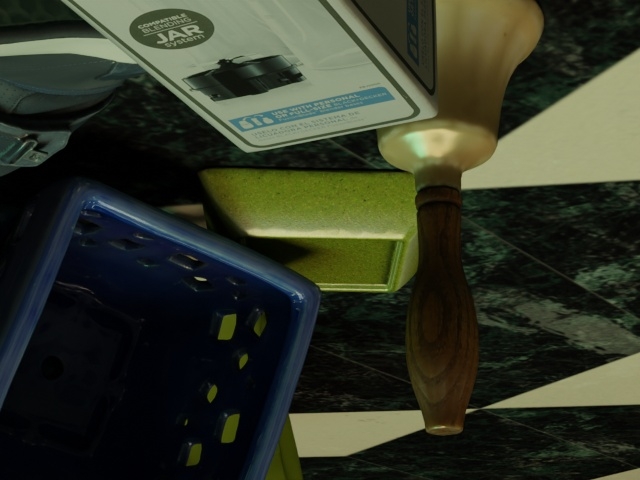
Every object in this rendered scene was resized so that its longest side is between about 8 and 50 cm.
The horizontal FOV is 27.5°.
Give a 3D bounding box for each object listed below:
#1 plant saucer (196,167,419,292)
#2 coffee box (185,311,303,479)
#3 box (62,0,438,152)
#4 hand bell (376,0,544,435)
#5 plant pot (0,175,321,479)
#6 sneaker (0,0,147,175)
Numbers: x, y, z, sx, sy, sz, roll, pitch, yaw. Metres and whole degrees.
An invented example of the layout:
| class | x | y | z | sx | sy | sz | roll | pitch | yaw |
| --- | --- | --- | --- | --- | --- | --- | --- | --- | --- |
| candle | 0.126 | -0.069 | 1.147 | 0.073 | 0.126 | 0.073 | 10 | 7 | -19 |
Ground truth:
| class | x | y | z | sx | sy | sz | roll | pitch | yaw |
| --- | --- | --- | --- | --- | --- | --- | --- | --- | --- |
| plant saucer | 0.000 | 0.000 | 1.044 | 0.188 | 0.045 | 0.188 | 1 | 159 | -1 |
| coffee box | -0.230 | 0.286 | 1.306 | 0.338 | 0.338 | 0.334 | -7 | 167 | -31 |
| box | -0.050 | -0.162 | 0.433 | 0.087 | 0.169 | 0.290 | -8 | 157 | 23 |
| hand bell | 0.067 | -0.013 | 0.724 | 0.126 | 0.242 | 0.126 | 0 | 160 | 0 |
| plant pot | -0.173 | 0.099 | 1.004 | 0.236 | 0.236 | 0.212 | 27 | 165 | -32 |
| sneaker | -0.167 | -0.085 | 0.536 | 0.163 | 0.086 | 0.226 | -22 | 162 | 40 |
